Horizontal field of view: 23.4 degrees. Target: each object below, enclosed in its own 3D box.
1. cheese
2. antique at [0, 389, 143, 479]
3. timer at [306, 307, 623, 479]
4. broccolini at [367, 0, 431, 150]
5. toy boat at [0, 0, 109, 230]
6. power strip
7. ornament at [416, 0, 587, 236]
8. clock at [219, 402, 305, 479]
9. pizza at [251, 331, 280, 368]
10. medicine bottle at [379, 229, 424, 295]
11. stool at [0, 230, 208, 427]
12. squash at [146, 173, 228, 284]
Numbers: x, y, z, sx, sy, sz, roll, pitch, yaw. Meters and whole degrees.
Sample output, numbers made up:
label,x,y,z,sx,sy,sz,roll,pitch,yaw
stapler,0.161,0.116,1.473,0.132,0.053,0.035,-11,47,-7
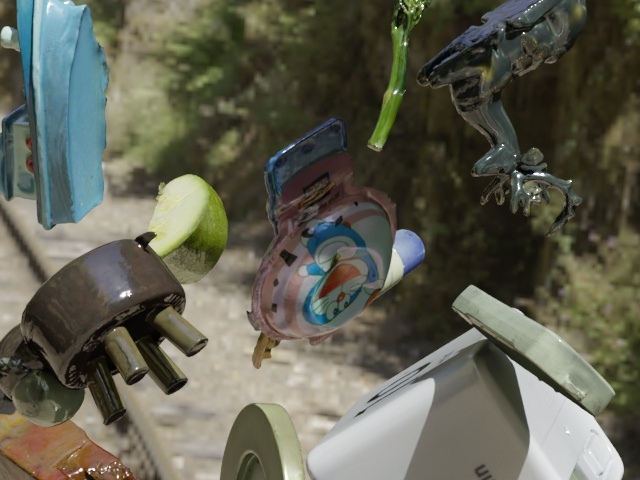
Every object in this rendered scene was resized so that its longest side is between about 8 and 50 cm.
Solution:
label,x,y,z,sx,sy,sz,roll,pitch,yaw
cheese,0.000,0.000,1.491,0.189,0.286,0.074,-35,53,-22
antique,-0.278,0.250,1.618,0.310,0.093,0.087,29,43,30
timer,0.134,0.203,1.390,0.195,0.194,0.192,-33,1,22
broccolini,0.094,-0.220,1.853,0.051,0.239,0.054,19,-13,-37
toy boat,-0.263,-0.132,1.463,0.098,0.237,0.109,10,27,14
power strip,0.165,0.083,1.225,0.080,0.029,0.227,41,-2,-17
ornament,0.225,-0.129,1.592,0.202,0.236,0.080,-35,25,-14
clock,-0.059,0.280,1.553,0.029,0.235,0.235,3,6,-19
pizza,-0.058,0.122,2.202,0.026,0.123,0.108,30,40,10
medicine bottle,0.056,0.048,1.953,0.059,0.059,0.231,8,23,29
stool,-0.184,0.087,1.243,0.121,0.217,0.125,54,22,16
squash,-0.204,-0.033,2.197,0.093,0.169,0.252,-13,-9,11
